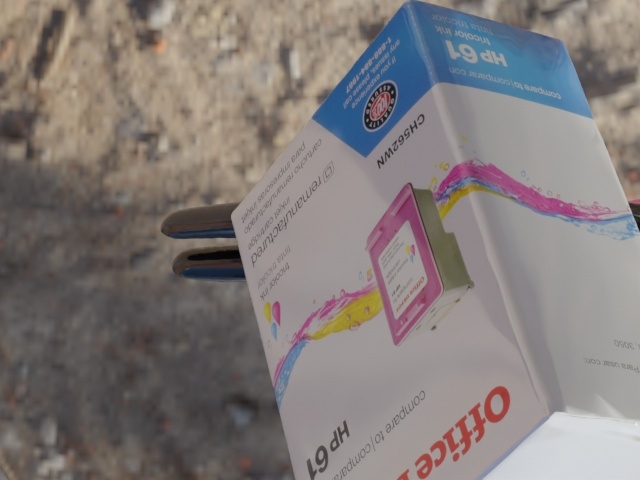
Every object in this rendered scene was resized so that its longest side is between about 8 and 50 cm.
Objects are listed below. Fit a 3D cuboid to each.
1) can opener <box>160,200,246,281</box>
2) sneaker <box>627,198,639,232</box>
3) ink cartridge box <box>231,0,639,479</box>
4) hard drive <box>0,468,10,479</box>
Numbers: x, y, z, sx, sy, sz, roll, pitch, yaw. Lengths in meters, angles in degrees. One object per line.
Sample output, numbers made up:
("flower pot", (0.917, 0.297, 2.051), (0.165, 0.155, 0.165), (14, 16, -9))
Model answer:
("can opener", (0.000, 0.000, 1.038), (0.186, 0.073, 0.059), (6, 114, 24))
("sneaker", (0.126, 0.003, 0.924), (0.119, 0.057, 0.047), (-11, 161, -39))
("ink cartridge box", (0.031, 0.019, 0.467), (0.052, 0.122, 0.088), (11, 136, -33))
("hard drive", (-0.233, 0.208, 0.543), (0.339, 0.237, 0.064), (-30, 117, 14))
